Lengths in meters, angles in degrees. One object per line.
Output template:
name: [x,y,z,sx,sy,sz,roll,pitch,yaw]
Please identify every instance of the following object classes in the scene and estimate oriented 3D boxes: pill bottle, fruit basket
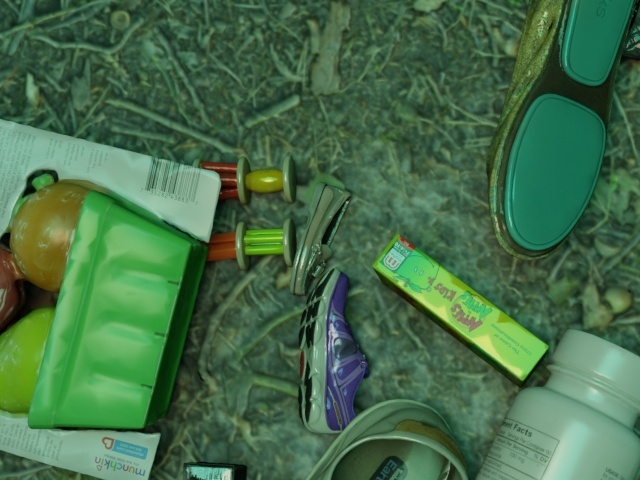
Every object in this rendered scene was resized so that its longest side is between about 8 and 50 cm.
pill bottle: [0.226,0.207,1.049,0.131,0.131,0.229,26,83,13]
fruit basket: [-0.301,0.050,1.137,0.353,0.165,0.327,13,89,11]

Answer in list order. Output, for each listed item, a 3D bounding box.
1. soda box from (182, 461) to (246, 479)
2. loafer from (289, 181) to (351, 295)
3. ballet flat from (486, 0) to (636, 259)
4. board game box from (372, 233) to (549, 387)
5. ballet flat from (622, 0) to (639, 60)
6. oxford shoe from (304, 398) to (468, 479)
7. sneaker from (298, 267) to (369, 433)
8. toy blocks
soda box: [-0.110,0.307,1.115,0.053,0.060,0.169,2,79,10]
loafer: [0.000,0.000,1.176,0.039,0.045,0.125,13,77,9]
ballet flat: [0.233,-0.142,1.137,0.123,0.123,0.348,15,80,12]
board game box: [0.139,0.071,1.113,0.181,0.092,0.043,37,86,14]
ballet flat: [0.329,-0.273,1.175,0.049,0.057,0.173,-2,78,-15]
oxford shoe: [-0.010,0.342,1.025,0.169,0.130,0.449,35,79,-7]
sneaker: [0.017,0.113,1.148,0.071,0.068,0.170,7,76,-16]
toy blocks: [-0.102,-0.029,1.191,0.148,0.054,0.123,-2,77,9]
